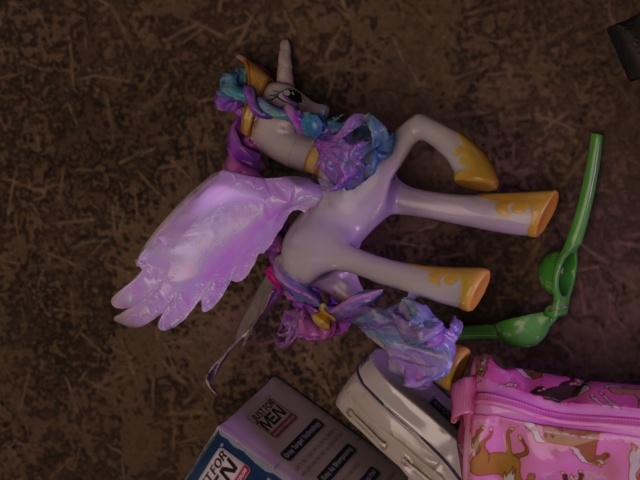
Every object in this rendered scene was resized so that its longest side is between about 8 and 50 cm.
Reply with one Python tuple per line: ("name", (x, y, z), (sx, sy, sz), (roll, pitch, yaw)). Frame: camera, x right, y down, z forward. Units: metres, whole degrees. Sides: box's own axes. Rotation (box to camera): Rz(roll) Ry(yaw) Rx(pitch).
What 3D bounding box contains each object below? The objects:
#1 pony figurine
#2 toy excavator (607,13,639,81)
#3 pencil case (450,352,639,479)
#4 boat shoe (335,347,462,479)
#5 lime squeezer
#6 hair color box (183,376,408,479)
("pony figurine", (0.000, 0.000, 1.921), (0.363, 0.303, 0.351), (26, 79, 20))
("toy excavator", (0.548, -0.195, 1.686), (0.445, 0.433, 0.222), (-21, 93, 49))
("pencil case", (0.317, 0.202, 1.850), (0.386, 0.160, 0.167), (5, 111, 14))
("boat shoe", (0.125, 0.231, 2.011), (0.267, 0.096, 0.088), (42, 115, 6))
("lime squeezer", (0.214, 0.037, 1.968), (0.310, 0.059, 0.110), (-49, 53, 22))
("hair color box", (0.039, 0.302, 2.011), (0.347, 0.174, 0.105), (36, 112, 7))
